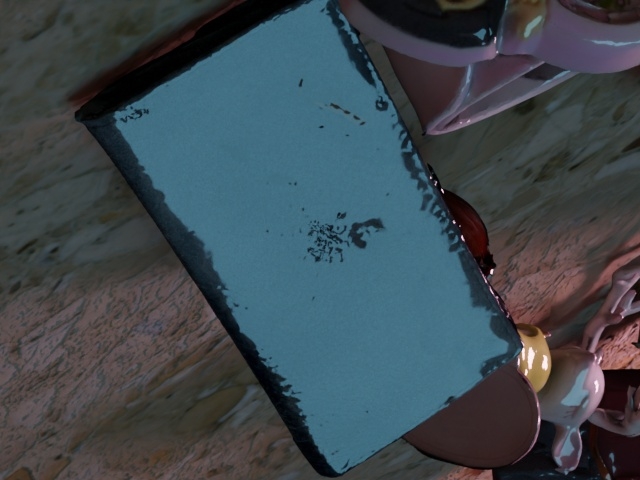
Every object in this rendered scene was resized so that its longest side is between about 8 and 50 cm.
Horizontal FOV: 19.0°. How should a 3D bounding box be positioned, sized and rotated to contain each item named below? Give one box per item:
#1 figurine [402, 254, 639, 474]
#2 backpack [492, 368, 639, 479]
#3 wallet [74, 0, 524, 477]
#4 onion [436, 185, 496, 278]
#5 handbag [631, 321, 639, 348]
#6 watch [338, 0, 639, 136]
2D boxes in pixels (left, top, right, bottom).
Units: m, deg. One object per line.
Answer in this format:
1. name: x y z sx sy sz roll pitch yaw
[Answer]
1. figurine: 0.268 0.137 1.951 0.284 0.206 0.316 -35 163 36
2. backpack: 0.365 0.245 2.187 0.317 0.197 0.283 -5 169 12
3. wallet: 0.000 0.000 1.337 0.191 0.046 0.379 -32 126 -1
4. onion: 0.042 0.007 1.500 0.184 0.184 0.147 -29 114 -5
5. handbag: 0.473 0.060 2.141 0.270 0.117 0.182 -33 164 5
6. watch: 0.108 -0.170 1.232 0.244 0.196 0.231 -25 177 -14
